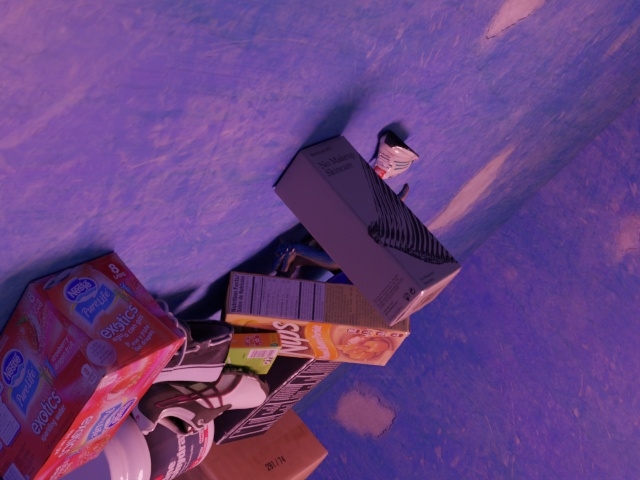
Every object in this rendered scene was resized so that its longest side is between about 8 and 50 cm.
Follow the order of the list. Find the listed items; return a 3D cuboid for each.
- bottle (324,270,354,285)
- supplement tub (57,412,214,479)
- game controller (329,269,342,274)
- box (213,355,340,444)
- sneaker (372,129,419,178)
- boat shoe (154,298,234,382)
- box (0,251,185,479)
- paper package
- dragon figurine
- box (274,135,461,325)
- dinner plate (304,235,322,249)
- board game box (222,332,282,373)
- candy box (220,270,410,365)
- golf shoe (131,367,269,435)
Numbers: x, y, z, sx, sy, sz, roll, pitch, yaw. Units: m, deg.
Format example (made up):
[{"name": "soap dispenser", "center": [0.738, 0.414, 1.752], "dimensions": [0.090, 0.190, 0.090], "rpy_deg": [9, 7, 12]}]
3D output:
[{"name": "bottle", "center": [0.052, 0.122, 1.967], "dimensions": [0.118, 0.092, 0.283], "rpy_deg": [-30, 173, -5]}, {"name": "supplement tub", "center": [-0.332, 0.349, 1.686], "dimensions": [0.191, 0.191, 0.272], "rpy_deg": [-48, 165, 28]}, {"name": "game controller", "center": [0.081, 0.006, 2.001], "dimensions": [0.166, 0.067, 0.319], "rpy_deg": [-56, 171, -1]}, {"name": "box", "center": [-0.111, 0.250, 1.991], "dimensions": [0.294, 0.183, 0.296], "rpy_deg": [-43, 165, 5]}, {"name": "sneaker", "center": [0.121, -0.137, 1.658], "dimensions": [0.075, 0.057, 0.161], "rpy_deg": [-48, 169, 8]}, {"name": "boat shoe", "center": [-0.239, 0.153, 1.462], "dimensions": [0.306, 0.113, 0.105], "rpy_deg": [14, 106, -51]}, {"name": "box", "center": [-0.324, 0.175, 1.239], "dimensions": [0.142, 0.154, 0.300], "rpy_deg": [-24, 158, -51]}, {"name": "paper package", "center": [-0.202, 0.487, 2.233], "dimensions": [0.325, 0.309, 0.168], "rpy_deg": [-26, 160, -51]}, {"name": "dragon figurine", "center": [0.034, -0.023, 1.700], "dimensions": [0.289, 0.144, 0.085], "rpy_deg": [-53, 175, -8]}, {"name": "box", "center": [0.067, -0.018, 1.419], "dimensions": [0.113, 0.275, 0.094], "rpy_deg": [-27, 161, -47]}, {"name": "dinner plate", "center": [0.000, 0.000, 1.854], "dimensions": [0.141, 0.017, 0.141], "rpy_deg": [-38, 166, -12]}, {"name": "board game box", "center": [-0.206, 0.199, 1.663], "dimensions": [0.259, 0.039, 0.124], "rpy_deg": [-2, 152, -19]}, {"name": "candy box", "center": [-0.016, 0.142, 1.722], "dimensions": [0.316, 0.087, 0.183], "rpy_deg": [6, 153, -8]}, {"name": "golf shoe", "center": [-0.207, 0.279, 1.657], "dimensions": [0.273, 0.120, 0.105], "rpy_deg": [10, 146, -35]}]
